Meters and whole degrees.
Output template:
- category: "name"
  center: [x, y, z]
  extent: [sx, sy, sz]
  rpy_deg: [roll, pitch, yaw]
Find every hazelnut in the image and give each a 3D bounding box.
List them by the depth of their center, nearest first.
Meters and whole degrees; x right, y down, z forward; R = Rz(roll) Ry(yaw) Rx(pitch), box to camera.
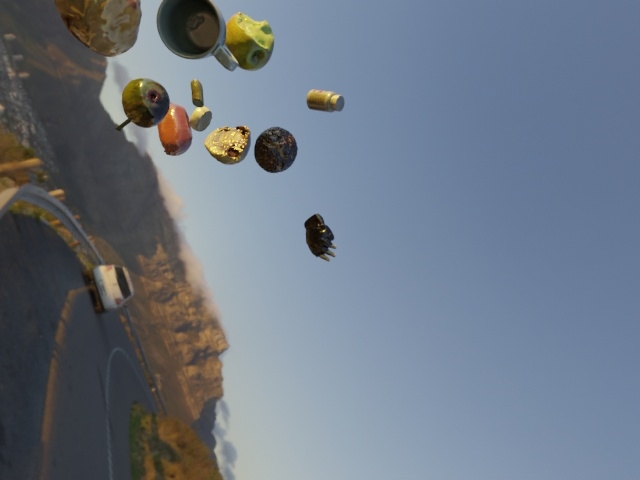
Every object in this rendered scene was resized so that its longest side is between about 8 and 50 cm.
- category: "hazelnut"
  center: [-0.687, -0.729, 1.405]
  extent: [0.241, 0.261, 0.261]
  rpy_deg: [-69, 155, -62]

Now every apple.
- category: "apple"
  center: [-0.332, -0.923, 2.081]
  extent: [0.246, 0.246, 0.226]
  rpy_deg: [99, -27, -47]

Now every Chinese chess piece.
- category: "Chinese chess piece"
  center: [-0.572, -0.581, 2.131]
  extent: [0.051, 0.122, 0.122]
  rpy_deg: [33, -33, 6]

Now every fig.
- category: "fig"
  center: [-0.567, -0.402, 1.391]
  extent: [0.245, 0.149, 0.149]
  rpy_deg: [-17, -88, 45]

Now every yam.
- category: "yam"
  center: [-0.444, -0.529, 1.607]
  extent: [0.043, 0.043, 0.094]
  rpy_deg: [145, -59, -65]

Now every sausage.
- category: "sausage"
  center: [-0.620, -0.476, 1.899]
  extent: [0.148, 0.148, 0.254]
  rpy_deg: [122, -49, -60]

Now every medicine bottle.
- category: "medicine bottle"
  center: [0.020, -0.546, 1.753]
  extent: [0.140, 0.079, 0.079]
  rpy_deg: [19, -52, 32]

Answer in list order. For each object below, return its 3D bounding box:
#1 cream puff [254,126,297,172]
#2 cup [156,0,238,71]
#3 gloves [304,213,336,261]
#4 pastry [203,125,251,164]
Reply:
- category: "cream puff"
  center: [-0.220, -0.454, 2.266]
  extent: [0.165, 0.239, 0.239]
  rpy_deg: [25, -50, 42]
- category: "cup"
  center: [-0.357, -0.638, 1.404]
  extent: [0.258, 0.186, 0.234]
  rpy_deg: [45, 14, -14]
- category: "gloves"
  center: [0.000, 0.000, 2.037]
  extent: [0.164, 0.124, 0.203]
  rpy_deg: [-51, -127, 51]
- category: "pastry"
  center: [-0.504, -0.512, 2.473]
  extent: [0.170, 0.237, 0.256]
  rpy_deg: [75, 22, -53]
